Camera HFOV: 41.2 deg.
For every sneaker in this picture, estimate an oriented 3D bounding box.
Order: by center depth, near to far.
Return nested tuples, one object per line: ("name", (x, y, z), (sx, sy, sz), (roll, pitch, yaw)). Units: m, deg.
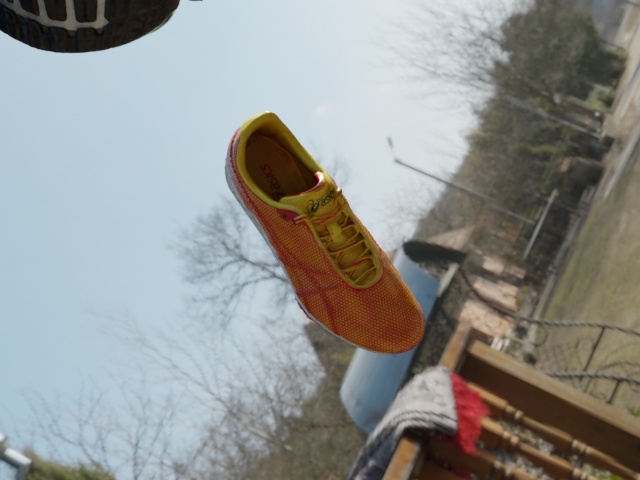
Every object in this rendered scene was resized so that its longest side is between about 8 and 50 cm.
("sneaker", (0.000, 0.000, 0.522), (0.064, 0.175, 0.067), (-41, -2, -18))
("sneaker", (-0.234, -0.222, 0.667), (0.121, 0.300, 0.111), (-43, -35, -56))
